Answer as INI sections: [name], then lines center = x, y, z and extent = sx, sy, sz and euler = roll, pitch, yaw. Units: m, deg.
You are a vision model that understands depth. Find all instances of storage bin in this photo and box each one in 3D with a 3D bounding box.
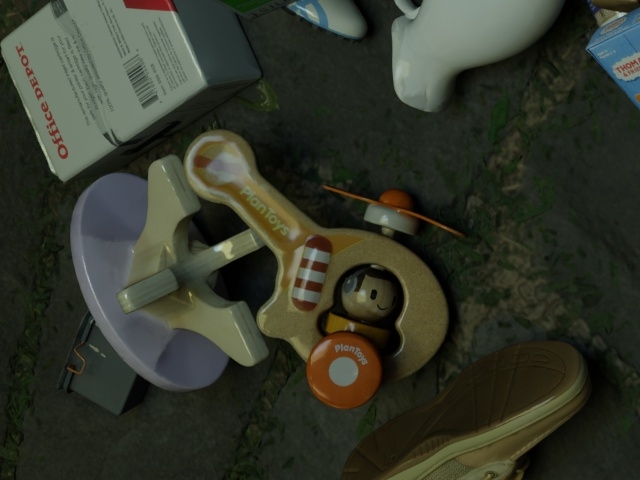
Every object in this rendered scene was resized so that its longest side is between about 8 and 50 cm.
[storage bin]
center = -0.261, 0.152, 2.128
extent = 0.091, 0.098, 0.135
euler = 32, 116, 17

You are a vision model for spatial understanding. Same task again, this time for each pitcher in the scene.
[pitcher]
center = 0.151, -0.255, 1.739
extent = 0.207, 0.125, 0.177
euler = -38, 60, 46

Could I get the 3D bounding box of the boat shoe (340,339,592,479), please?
[boat shoe]
center = 0.171, 0.215, 1.816
extent = 0.110, 0.121, 0.341
euler = 40, 131, -20

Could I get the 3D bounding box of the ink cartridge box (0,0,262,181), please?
[ink cartridge box]
center = -0.231, -0.217, 2.019
extent = 0.273, 0.114, 0.197
euler = -29, 82, 35

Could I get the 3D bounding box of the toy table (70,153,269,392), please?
[toy table]
center = -0.164, 0.035, 1.951
extent = 0.274, 0.252, 0.161
euler = 55, 143, -8

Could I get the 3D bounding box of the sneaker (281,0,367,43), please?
[sneaker]
center = -0.026, -0.314, 1.872
extent = 0.237, 0.085, 0.086
euler = 50, 117, 15

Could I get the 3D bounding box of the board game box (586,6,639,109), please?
[board game box]
center = 0.371, -0.138, 1.555
extent = 0.211, 0.039, 0.160
euler = 45, 143, -17

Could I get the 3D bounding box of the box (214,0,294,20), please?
[box]
center = -0.014, -0.346, 1.713
extent = 0.262, 0.231, 0.126
euler = -22, 81, 13

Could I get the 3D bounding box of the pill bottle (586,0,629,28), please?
[pill bottle]
center = 0.283, -0.268, 1.661
extent = 0.067, 0.067, 0.120
euler = -30, 81, 36

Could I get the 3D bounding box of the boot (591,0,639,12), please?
[boot]
center = 0.395, -0.309, 1.557
extent = 0.295, 0.104, 0.211
euler = 9, 87, 20

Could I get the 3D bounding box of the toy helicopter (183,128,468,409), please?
[toy helicopter]
center = 0.000, 0.000, 1.861
extent = 0.355, 0.140, 0.235
euler = 44, 96, 4
